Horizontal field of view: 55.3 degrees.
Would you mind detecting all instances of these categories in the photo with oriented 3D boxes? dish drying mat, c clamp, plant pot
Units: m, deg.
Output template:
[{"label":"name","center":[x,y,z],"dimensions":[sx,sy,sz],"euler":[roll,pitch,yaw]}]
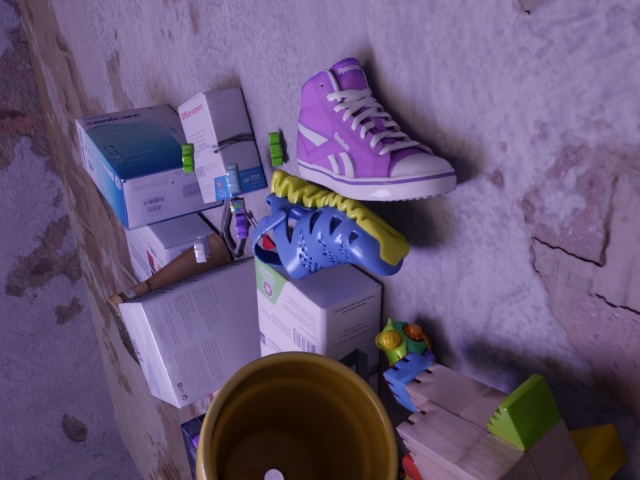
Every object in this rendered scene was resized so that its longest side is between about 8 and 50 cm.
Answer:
[{"label":"dish drying mat","center":[-0.087,0.024,1.161],"dimensions":[0.083,0.008,0.032],"euler":[47,143,37]},{"label":"c clamp","center":[-0.173,-0.020,1.264],"dimensions":[0.137,0.022,0.161],"euler":[60,148,21]},{"label":"plant pot","center":[-0.049,0.312,0.847],"dimensions":[0.254,0.254,0.239],"euler":[59,153,20]}]

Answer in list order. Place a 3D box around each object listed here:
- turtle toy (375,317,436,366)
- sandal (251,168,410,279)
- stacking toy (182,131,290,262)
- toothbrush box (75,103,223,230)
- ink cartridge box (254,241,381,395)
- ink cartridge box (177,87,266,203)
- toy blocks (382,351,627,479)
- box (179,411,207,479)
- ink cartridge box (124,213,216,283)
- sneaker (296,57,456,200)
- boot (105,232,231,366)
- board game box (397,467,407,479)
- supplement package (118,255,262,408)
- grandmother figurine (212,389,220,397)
[{"label":"turtle toy","center":[0.125,0.163,0.826],"dimensions":[0.095,0.066,0.130],"euler":[102,143,-80]},{"label":"sandal","center":[0.000,0.000,0.851],"dimensions":[0.126,0.138,0.317],"euler":[36,174,-30]},{"label":"stacking toy","center":[-0.141,-0.070,1.055],"dimensions":[0.052,0.167,0.221],"euler":[-96,0,-74]},{"label":"toothbrush box","center":[-0.370,-0.170,1.315],"dimensions":[0.295,0.216,0.126],"euler":[43,139,38]},{"label":"ink cartridge box","center":[-0.007,0.162,0.996],"dimensions":[0.198,0.114,0.273],"euler":[34,134,47]},{"label":"ink cartridge box","center":[-0.186,-0.173,1.141],"dimensions":[0.139,0.082,0.191],"euler":[-2,103,59]},{"label":"toy blocks","center":[0.186,0.290,0.682],"dimensions":[0.381,0.190,0.261],"euler":[62,160,-17]},{"label":"box","center":[-0.255,0.603,1.621],"dimensions":[0.165,0.143,0.270],"euler":[23,126,52]},{"label":"ink cartridge box","center":[-0.373,0.036,1.519],"dimensions":[0.309,0.130,0.272],"euler":[41,141,42]},{"label":"sneaker","center":[0.052,-0.141,0.754],"dimensions":[0.282,0.102,0.161],"euler":[23,119,50]},{"label":"boot","center":[-0.307,0.141,1.336],"dimensions":[0.089,0.269,0.236],"euler":[35,144,33]},{"label":"board game box","center":[0.053,0.428,1.055],"dimensions":[0.136,0.030,0.260],"euler":[22,140,-2]},{"label":"supplement package","center":[-0.215,0.166,1.189],"dimensions":[0.198,0.262,0.199],"euler":[-11,99,60]},{"label":"grandmother figurine","center":[-0.296,0.293,1.577],"dimensions":[0.342,0.104,0.208],"euler":[48,115,39]}]
